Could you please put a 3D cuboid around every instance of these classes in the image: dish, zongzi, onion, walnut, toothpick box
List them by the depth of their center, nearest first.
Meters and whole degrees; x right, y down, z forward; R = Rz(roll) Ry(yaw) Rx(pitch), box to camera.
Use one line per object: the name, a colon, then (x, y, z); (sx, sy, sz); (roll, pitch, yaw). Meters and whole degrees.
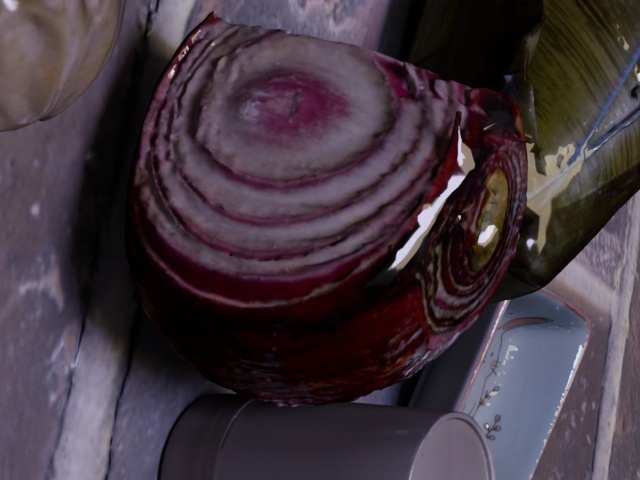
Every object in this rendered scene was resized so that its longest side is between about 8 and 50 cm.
walnut: (-0.160, -0.133, 0.785); (0.140, 0.140, 0.162); (-29, 106, -53)
onion: (-0.002, 0.005, 0.975); (0.207, 0.216, 0.206); (-62, 155, -18)
toothpick box: (0.003, 0.151, 1.000); (0.111, 0.181, 0.111); (1, 89, -56)
zongzi: (0.125, -0.205, 1.199); (0.403, 0.208, 0.432); (-39, 109, -40)
dish: (0.113, 0.141, 1.260); (0.154, 0.064, 0.234); (29, 83, -54)
